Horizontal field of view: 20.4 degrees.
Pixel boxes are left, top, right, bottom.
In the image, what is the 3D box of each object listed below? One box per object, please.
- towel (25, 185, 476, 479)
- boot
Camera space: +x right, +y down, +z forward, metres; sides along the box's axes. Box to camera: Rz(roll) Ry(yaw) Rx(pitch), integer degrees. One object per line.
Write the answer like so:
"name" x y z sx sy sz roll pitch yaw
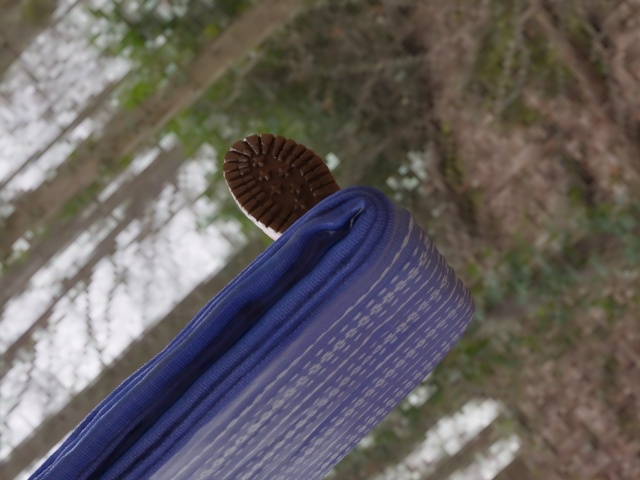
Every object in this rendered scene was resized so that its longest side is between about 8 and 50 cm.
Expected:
"towel" -0.039 0.086 0.764 0.040 0.243 0.336 47 -179 13
"boot" 0.000 0.000 1.113 0.158 0.059 0.085 42 163 21
